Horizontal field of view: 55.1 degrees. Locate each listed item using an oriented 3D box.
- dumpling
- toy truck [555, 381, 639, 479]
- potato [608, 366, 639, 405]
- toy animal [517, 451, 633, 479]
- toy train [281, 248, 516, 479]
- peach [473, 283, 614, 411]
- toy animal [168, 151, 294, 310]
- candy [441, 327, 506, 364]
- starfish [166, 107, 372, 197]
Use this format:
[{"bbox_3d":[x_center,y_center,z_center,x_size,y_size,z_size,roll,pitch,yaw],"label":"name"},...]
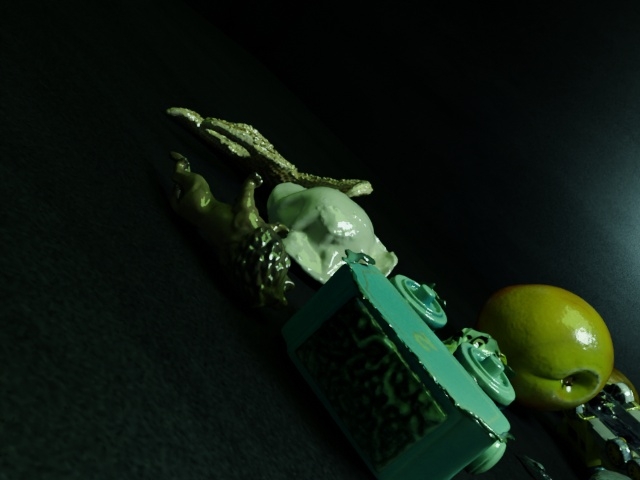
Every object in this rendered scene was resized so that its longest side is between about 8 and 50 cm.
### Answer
[{"bbox_3d":[-0.002,-0.001,0.752,0.169,0.100,0.134,52,42,-6],"label":"dumpling"},{"bbox_3d":[0.515,0.364,1.026,0.272,0.124,0.157,-120,-157,-68],"label":"toy truck"},{"bbox_3d":[0.603,0.336,1.415,0.369,0.177,0.195,28,46,-41],"label":"potato"},{"bbox_3d":[0.368,0.345,0.835,0.253,0.070,0.079,21,-13,-33],"label":"toy animal"},{"bbox_3d":[0.069,0.111,0.520,0.203,0.112,0.163,48,19,24],"label":"toy train"},{"bbox_3d":[0.372,0.180,1.047,0.231,0.231,0.231,41,12,-11],"label":"peach"},{"bbox_3d":[-0.085,-0.028,0.570,0.220,0.086,0.069,45,-29,35],"label":"toy animal"},{"bbox_3d":[0.137,0.142,0.771,0.306,0.083,0.091,20,42,-44],"label":"candy"},{"bbox_3d":[-0.063,-0.102,0.903,0.299,0.060,0.302,21,-2,9],"label":"starfish"}]
